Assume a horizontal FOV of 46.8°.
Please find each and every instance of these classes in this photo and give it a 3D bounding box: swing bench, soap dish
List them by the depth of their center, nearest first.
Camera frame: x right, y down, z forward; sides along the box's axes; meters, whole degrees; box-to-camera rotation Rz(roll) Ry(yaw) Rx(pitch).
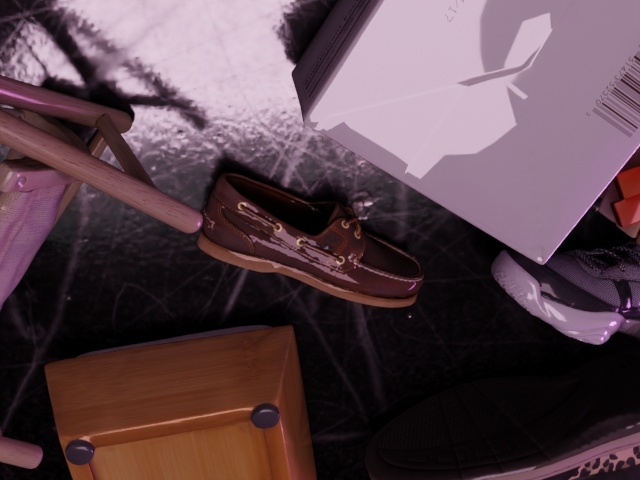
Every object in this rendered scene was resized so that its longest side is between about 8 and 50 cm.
[{"bbox_3d":[-0.267,0.007,0.499,0.255,0.165,0.253,21,111,-49],"label":"swing bench"},{"bbox_3d":[-0.118,0.234,0.711,0.229,0.118,0.290,-9,115,-3],"label":"soap dish"}]

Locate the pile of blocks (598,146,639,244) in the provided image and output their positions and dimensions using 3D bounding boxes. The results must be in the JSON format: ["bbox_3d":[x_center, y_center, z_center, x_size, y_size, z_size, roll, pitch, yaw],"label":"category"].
[{"bbox_3d":[0.285,-0.115,0.493,0.113,0.149,0.362,-17,159,-28],"label":"pile of blocks"}]

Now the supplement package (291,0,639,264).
[{"bbox_3d":[0.136,-0.157,0.510,0.204,0.145,0.262,29,109,-17],"label":"supplement package"}]

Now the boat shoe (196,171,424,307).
[{"bbox_3d":[0.000,0.000,0.639,0.207,0.073,0.073,16,114,-14],"label":"boat shoe"}]

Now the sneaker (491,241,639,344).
[{"bbox_3d":[0.291,0.016,0.673,0.269,0.101,0.153,16,112,-21],"label":"sneaker"}]

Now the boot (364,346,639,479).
[{"bbox_3d":[0.251,0.276,0.774,0.377,0.138,0.284,-15,116,-6],"label":"boot"}]
